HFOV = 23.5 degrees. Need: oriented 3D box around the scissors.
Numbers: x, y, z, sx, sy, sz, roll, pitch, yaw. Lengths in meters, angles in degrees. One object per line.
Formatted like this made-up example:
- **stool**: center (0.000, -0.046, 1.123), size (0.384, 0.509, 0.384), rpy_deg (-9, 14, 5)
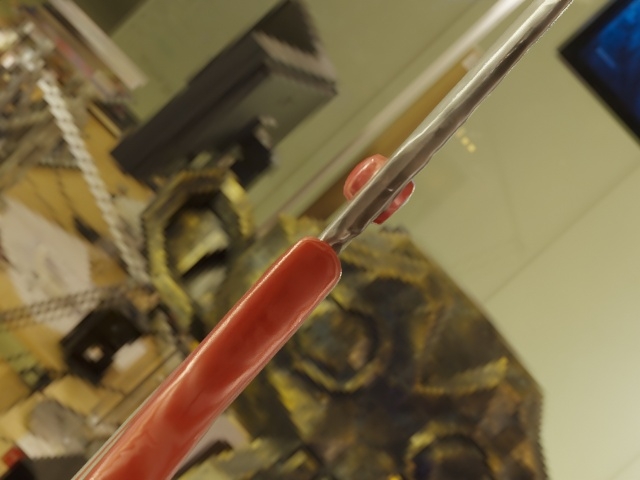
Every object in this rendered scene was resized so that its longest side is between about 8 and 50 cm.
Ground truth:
- **scissors**: center (0.000, 0.000, 0.403), size (0.021, 0.297, 0.109), rpy_deg (41, -16, -1)
